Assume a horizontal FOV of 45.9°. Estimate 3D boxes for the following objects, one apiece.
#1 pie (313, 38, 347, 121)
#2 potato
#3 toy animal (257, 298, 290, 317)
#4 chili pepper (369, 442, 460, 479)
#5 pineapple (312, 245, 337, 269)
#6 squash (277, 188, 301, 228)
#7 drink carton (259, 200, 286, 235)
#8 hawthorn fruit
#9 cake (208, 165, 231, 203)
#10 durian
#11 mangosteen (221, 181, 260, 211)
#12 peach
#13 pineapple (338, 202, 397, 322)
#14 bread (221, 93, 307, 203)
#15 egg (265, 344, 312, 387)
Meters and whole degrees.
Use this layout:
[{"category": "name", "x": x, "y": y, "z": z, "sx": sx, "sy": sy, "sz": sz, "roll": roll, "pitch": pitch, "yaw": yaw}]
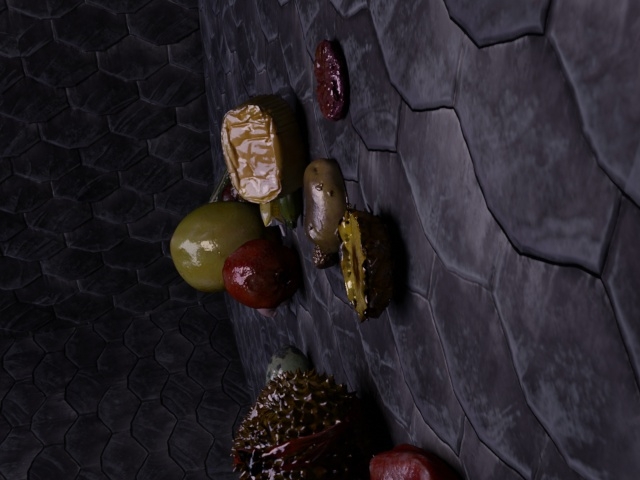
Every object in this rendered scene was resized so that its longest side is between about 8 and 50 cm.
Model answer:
[{"category": "pie", "x": 0.018, "y": -0.302, "z": 1.438, "sx": 0.154, "sy": 0.036, "sz": 0.155, "roll": 172, "pitch": 90, "yaw": -77}, {"category": "potato", "x": 0.002, "y": -0.071, "z": 1.583, "sx": 0.164, "sy": 0.081, "sz": 0.200, "roll": -155, "pitch": 59, "yaw": -76}, {"category": "toy animal", "x": -0.144, "y": 0.161, "z": 2.327, "sx": 0.212, "sy": 0.124, "sz": 0.124, "roll": 127, "pitch": 132, "yaw": -64}, {"category": "chili pepper", "x": 0.166, "y": 0.396, "z": 1.183, "sx": 0.144, "sy": 0.136, "sz": 0.252, "roll": -57, "pitch": 11, "yaw": -22}, {"category": "pineapple", "x": 0.000, "y": 0.000, "z": 1.692, "sx": 0.058, "sy": 0.058, "sz": 0.124, "roll": 110, "pitch": 149, "yaw": -65}, {"category": "squash", "x": -0.085, "y": -0.145, "z": 1.937, "sx": 0.066, "sy": 0.066, "sz": 0.252, "roll": -135, "pitch": 36, "yaw": -69}, {"category": "drink carton", "x": -0.138, "y": -0.097, "z": 2.185, "sx": 0.084, "sy": 0.074, "sz": 0.200, "roll": -120, "pitch": 25, "yaw": -58}, {"category": "hawthorn fruit", "x": -0.182, "y": 0.092, "z": 2.142, "sx": 0.253, "sy": 0.205, "sz": 0.205, "roll": 9, "pitch": 111, "yaw": 44}, {"category": "cake", "x": -0.320, "y": -0.230, "z": 2.680, "sx": 0.158, "sy": 0.172, "sz": 0.284, "roll": -145, "pitch": 49, "yaw": -70}, {"category": "durian", "x": -0.021, "y": 0.455, "z": 1.556, "sx": 0.347, "sy": 0.347, "sz": 0.385, "roll": 133, "pitch": 136, "yaw": -74}, {"category": "mangosteen", "x": -0.240, "y": -0.140, "z": 2.496, "sx": 0.181, "sy": 0.156, "sz": 0.146, "roll": -35, "pitch": 28, "yaw": 44}, {"category": "peach", "x": -0.297, "y": 0.017, "z": 2.367, "sx": 0.315, "sy": 0.314, "sz": 0.282, "roll": -11, "pitch": 85, "yaw": 42}, {"category": "pineapple", "x": 0.084, "y": 0.037, "z": 1.300, "sx": 0.225, "sy": 0.076, "sz": 0.225, "roll": 173, "pitch": 90, "yaw": -79}, {"category": "bread", "x": -0.130, "y": -0.221, "z": 1.814, "sx": 0.133, "sy": 0.179, "sz": 0.250, "roll": -38, "pitch": -62, "yaw": -56}, {"category": "egg", "x": -0.089, "y": 0.391, "z": 2.176, "sx": 0.141, "sy": 0.141, "sz": 0.182, "roll": 172, "pitch": 96, "yaw": -77}]
